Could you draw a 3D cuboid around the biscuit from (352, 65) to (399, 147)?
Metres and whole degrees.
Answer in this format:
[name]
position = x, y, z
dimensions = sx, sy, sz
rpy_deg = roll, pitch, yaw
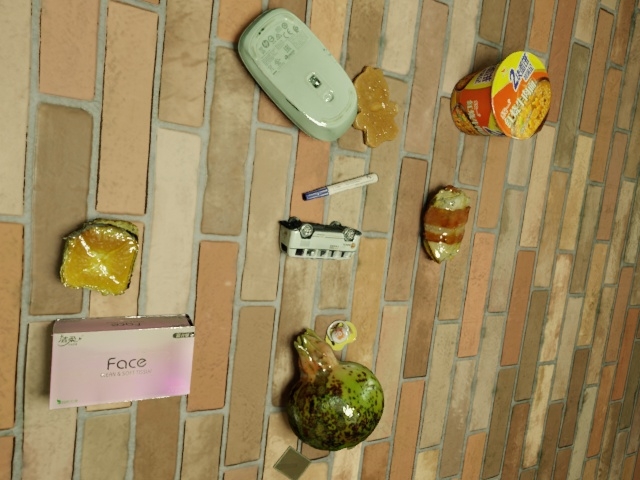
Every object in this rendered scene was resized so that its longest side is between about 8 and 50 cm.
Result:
[biscuit]
position = 0.126, -0.318, 1.050
dimensions = 0.133, 0.027, 0.184
rpy_deg = -38, 111, -16

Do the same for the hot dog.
[hot dog]
position = 0.330, -0.043, 1.164
dimensions = 0.146, 0.103, 0.213
rpy_deg = -1, 109, -48

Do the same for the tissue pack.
[tissue pack]
position = -0.378, 0.230, 0.842
dimensions = 0.246, 0.092, 0.149
rpy_deg = 2, 98, -28

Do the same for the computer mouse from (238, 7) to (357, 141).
[computer mouse]
position = -0.041, -0.341, 0.923
dimensions = 0.288, 0.097, 0.159
rpy_deg = 43, 80, -14

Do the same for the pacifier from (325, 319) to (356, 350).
[pacifier]
position = 0.053, 0.240, 1.096
dimensions = 0.083, 0.068, 0.064
rpy_deg = -35, 148, 0

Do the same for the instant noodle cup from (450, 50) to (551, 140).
[instant noodle cup]
position = 0.458, -0.362, 1.130
dimensions = 0.213, 0.174, 0.213
rpy_deg = -4, 99, -26

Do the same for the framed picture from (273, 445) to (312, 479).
[framed picture]
position = -0.071, 0.570, 1.104
dimensions = 0.066, 0.006, 0.089
rpy_deg = -49, 116, -11

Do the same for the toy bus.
[toy bus]
position = 0.000, 0.000, 1.007
dimensions = 0.193, 0.087, 0.089
rpy_deg = 4, 103, -28

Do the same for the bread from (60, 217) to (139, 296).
[bread]
position = -0.409, 0.027, 0.806
dimensions = 0.127, 0.069, 0.140
rpy_deg = 11, 97, -27

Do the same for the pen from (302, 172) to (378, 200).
[pen]
position = 0.050, -0.129, 1.044
dimensions = 0.204, 0.025, 0.025
rpy_deg = -18, 106, -23

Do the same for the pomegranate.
[pomegranate]
position = 0.016, 0.355, 1.030
dimensions = 0.222, 0.277, 0.204
rpy_deg = -22, 151, -25
